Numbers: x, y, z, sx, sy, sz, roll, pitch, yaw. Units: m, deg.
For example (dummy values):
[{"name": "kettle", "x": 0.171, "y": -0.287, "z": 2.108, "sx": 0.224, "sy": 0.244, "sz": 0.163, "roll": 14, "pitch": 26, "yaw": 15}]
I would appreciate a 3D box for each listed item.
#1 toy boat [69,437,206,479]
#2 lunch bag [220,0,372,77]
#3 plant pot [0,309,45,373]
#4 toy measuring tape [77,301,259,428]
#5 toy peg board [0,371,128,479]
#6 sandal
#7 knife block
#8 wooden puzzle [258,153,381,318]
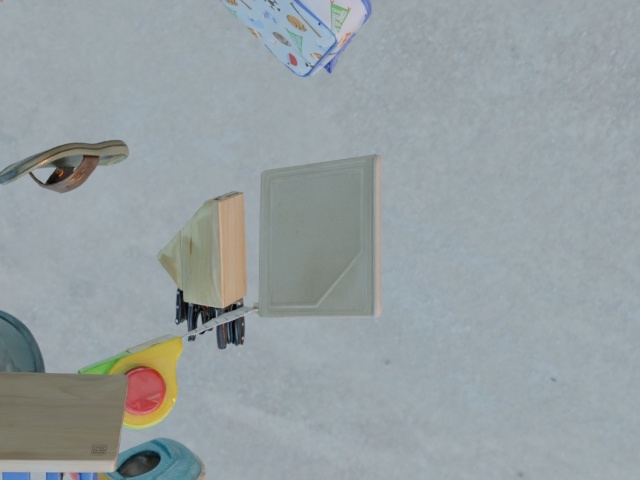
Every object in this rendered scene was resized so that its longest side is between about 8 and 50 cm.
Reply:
[{"name": "toy boat", "x": -0.372, "y": 0.405, "z": 1.495, "sx": 0.318, "sy": 0.267, "sz": 0.148, "roll": 15, "pitch": 124, "yaw": 45}, {"name": "lunch bag", "x": -0.043, "y": -0.390, "z": 1.417, "sx": 0.243, "sy": 0.115, "sz": 0.303, "roll": 41, "pitch": 171, "yaw": -8}, {"name": "plant pot", "x": -0.722, "y": 0.252, "z": 1.491, "sx": 0.341, "sy": 0.341, "sz": 0.334, "roll": 21, "pitch": 172, "yaw": 21}, {"name": "toy measuring tape", "x": -0.213, "y": 0.197, "z": 1.274, "sx": 0.121, "sy": 0.330, "sz": 0.121, "roll": 48, "pitch": 149, "yaw": 42}, {"name": "toy peg board", "x": -0.289, "y": 0.213, "z": 0.897, "sx": 0.161, "sy": 0.160, "sz": 0.079, "roll": 2, "pitch": 112, "yaw": -9}, {"name": "sandal", "x": -0.489, "y": -0.141, "z": 1.689, "sx": 0.120, "sy": 0.303, "sz": 0.086, "roll": -13, "pitch": 92, "yaw": 37}, {"name": "knife block", "x": -0.189, "y": 0.075, "z": 1.654, "sx": 0.242, "sy": 0.088, "sz": 0.276, "roll": 50, "pitch": 121, "yaw": 6}, {"name": "wooden puzzle", "x": 0.000, "y": 0.000, "z": 1.212, "sx": 0.239, "sy": 0.044, "sz": 0.220, "roll": -5, "pitch": 82, "yaw": 42}]
